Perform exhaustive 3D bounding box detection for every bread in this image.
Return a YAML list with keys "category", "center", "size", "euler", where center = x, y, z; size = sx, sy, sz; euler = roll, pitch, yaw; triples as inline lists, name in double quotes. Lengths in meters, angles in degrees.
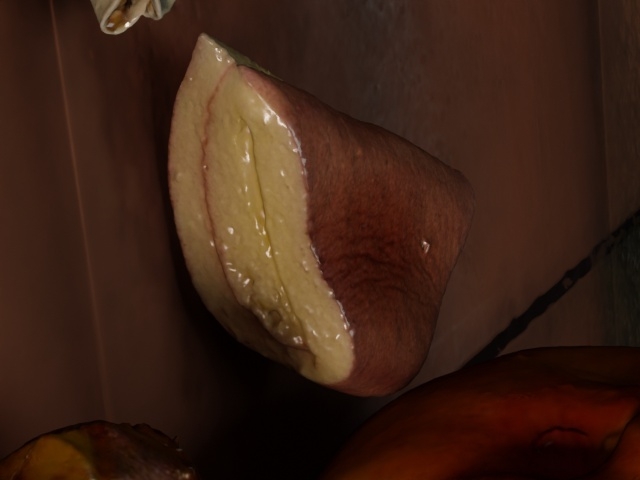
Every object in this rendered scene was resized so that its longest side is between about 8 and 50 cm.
- category: "bread"
  center: [-0.001, 0.000, 0.698]
  size: [0.192, 0.067, 0.119]
  euler: [26, 64, -60]

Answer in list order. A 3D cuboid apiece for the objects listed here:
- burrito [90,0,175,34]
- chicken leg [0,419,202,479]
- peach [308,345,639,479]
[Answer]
- category: "burrito"
  center: [-0.028, -0.179, 0.636]
  size: [0.082, 0.059, 0.275]
  euler: [55, 48, -39]
- category: "chicken leg"
  center: [-0.090, 0.200, 0.569]
  size: [0.113, 0.093, 0.304]
  euler: [-6, 108, -42]
- category: "peach"
  center: [0.110, 0.198, 0.660]
  size: [0.343, 0.342, 0.302]
  euler: [-30, 125, -55]
